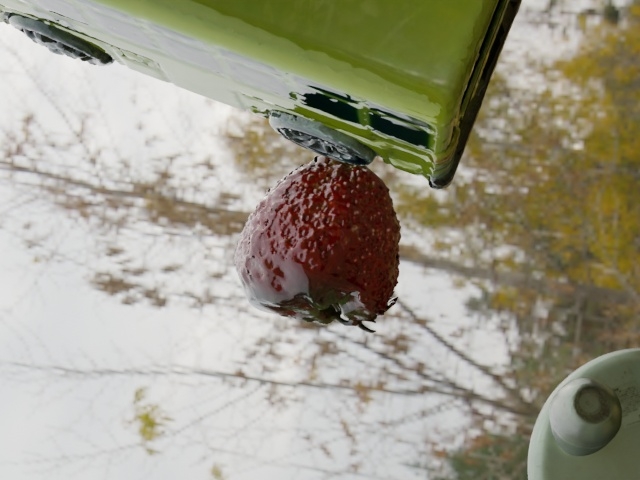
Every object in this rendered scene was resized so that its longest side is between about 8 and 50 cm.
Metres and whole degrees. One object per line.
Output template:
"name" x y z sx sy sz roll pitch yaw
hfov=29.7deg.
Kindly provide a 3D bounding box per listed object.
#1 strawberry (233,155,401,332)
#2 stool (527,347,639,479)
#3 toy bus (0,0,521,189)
"strawberry" 0.000 0.000 0.700 0.106 0.106 0.106 7 -90 -69
"stool" 0.264 0.161 0.861 0.198 0.195 0.195 103 146 -76
"toy bus" -0.050 -0.127 0.465 0.150 0.262 0.128 59 -129 -82
